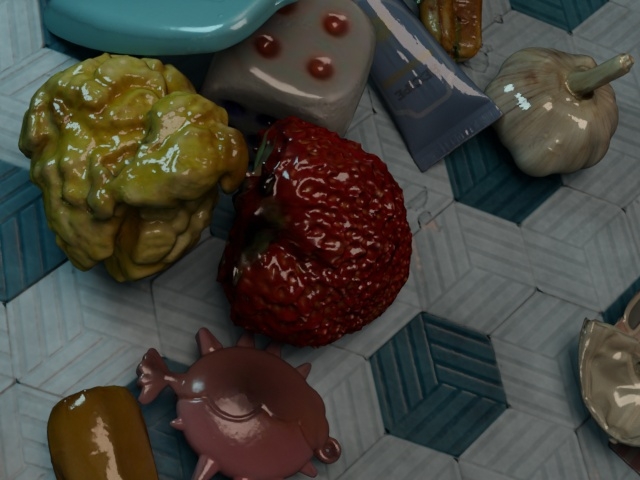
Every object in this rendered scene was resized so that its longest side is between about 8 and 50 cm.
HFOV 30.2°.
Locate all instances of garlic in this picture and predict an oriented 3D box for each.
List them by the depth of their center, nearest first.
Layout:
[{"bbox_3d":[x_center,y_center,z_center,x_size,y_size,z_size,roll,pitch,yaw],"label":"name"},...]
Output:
[{"bbox_3d":[0.342,-0.198,1.620,0.199,0.226,0.199,8,68,-19],"label":"garlic"}]

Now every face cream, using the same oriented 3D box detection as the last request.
[{"bbox_3d":[0.090,-0.289,1.657,0.135,0.086,0.385,-35,80,9],"label":"face cream"}]

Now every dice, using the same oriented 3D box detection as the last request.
[{"bbox_3d":[-0.046,-0.215,1.526,0.193,0.194,0.192,21,62,-9],"label":"dice"}]

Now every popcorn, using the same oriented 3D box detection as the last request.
[{"bbox_3d":[-0.220,-0.082,1.370,0.225,0.332,0.265,10,93,-41],"label":"popcorn"}]

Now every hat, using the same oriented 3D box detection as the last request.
[{"bbox_3d":[0.456,0.177,1.576,0.219,0.164,0.226,36,22,24],"label":"hat"}]

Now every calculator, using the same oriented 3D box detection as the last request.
[{"bbox_3d":[-0.170,-0.321,1.474,0.386,0.054,0.256,16,54,37],"label":"calculator"}]

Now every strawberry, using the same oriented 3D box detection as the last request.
[{"bbox_3d":[0.000,-0.002,1.422,0.257,0.261,0.261,18,64,-4],"label":"strawberry"}]

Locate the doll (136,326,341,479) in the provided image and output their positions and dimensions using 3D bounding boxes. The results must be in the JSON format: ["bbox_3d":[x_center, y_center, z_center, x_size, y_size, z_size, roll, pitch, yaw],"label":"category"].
[{"bbox_3d":[-0.093,0.199,1.387,0.261,0.093,0.211,19,58,-14],"label":"doll"}]

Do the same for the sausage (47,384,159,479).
[{"bbox_3d":[-0.217,0.321,1.295,0.112,0.112,0.328,-11,72,-21],"label":"sausage"}]

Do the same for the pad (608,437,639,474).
[{"bbox_3d":[0.546,0.307,1.589,0.300,0.005,0.202,44,63,4],"label":"pad"}]

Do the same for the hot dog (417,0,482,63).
[{"bbox_3d":[0.185,-0.359,1.728,0.104,0.076,0.250,16,66,-31],"label":"hot dog"}]

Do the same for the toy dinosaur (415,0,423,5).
[{"bbox_3d":[0.074,-0.468,1.654,0.300,0.087,0.447,38,51,11],"label":"toy dinosaur"}]
